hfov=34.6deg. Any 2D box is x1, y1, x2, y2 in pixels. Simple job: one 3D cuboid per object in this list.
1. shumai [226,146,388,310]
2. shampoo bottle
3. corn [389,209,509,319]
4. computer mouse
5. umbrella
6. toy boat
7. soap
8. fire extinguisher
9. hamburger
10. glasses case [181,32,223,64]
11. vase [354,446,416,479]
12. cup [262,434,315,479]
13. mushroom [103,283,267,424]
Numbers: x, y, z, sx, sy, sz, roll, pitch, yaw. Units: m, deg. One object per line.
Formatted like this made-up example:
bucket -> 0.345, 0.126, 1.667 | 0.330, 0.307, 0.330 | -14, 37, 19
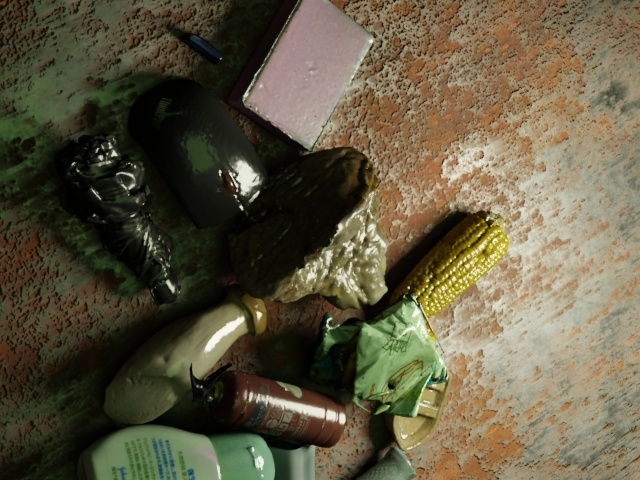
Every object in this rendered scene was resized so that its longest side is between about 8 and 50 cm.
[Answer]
shumai -> 0.000, 0.001, 1.967 | 0.346, 0.217, 0.283 | -57, 148, -13
shampoo bottle -> -0.251, 0.432, 1.856 | 0.349, 0.151, 0.222 | -7, 74, -23
corn -> 0.267, 0.055, 2.116 | 0.321, 0.119, 0.119 | -38, 113, -14
computer mouse -> -0.215, -0.161, 1.824 | 0.170, 0.100, 0.269 | -37, 103, -11
umbrella -> -0.331, -0.043, 1.799 | 0.154, 0.128, 0.337 | -39, 120, 1
toy boat -> 0.194, 0.346, 2.156 | 0.116, 0.061, 0.188 | 22, 88, -30
soap -> -0.035, -0.320, 1.919 | 0.181, 0.081, 0.259 | 31, 82, -28
fire extinguisher -> -0.106, 0.290, 1.880 | 0.343, 0.102, 0.138 | 21, 129, -31
hamburger -> 0.115, 0.246, 1.991 | 0.275, 0.151, 0.261 | -16, 134, -6
glasses case -> -0.210, -0.349, 1.852 | 0.083, 0.033, 0.023 | 32, 72, -28
vase -> 0.093, 0.517, 2.103 | 0.219, 0.096, 0.096 | -37, 113, -13
cup -> -0.055, 0.435, 2.027 | 0.128, 0.095, 0.130 | -25, 117, -59
mushroom -> -0.245, 0.207, 1.878 | 0.350, 0.128, 0.128 | -35, 112, -23
